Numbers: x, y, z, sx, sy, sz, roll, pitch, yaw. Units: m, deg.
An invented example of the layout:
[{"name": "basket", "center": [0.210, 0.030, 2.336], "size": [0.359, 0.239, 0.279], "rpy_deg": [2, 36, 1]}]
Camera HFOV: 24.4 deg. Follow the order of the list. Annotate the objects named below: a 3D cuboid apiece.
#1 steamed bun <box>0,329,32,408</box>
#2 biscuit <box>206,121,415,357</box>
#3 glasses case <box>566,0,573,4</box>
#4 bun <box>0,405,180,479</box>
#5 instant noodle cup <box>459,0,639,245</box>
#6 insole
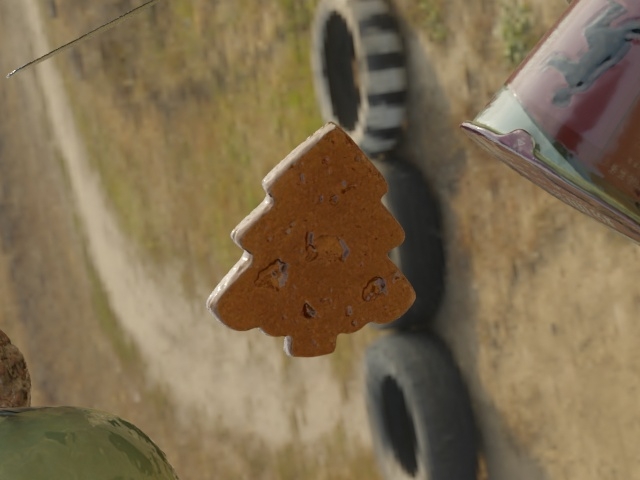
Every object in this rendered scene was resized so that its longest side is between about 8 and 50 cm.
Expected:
[{"name": "steamed bun", "center": [-0.344, 0.135, 1.413], "size": [0.175, 0.106, 0.145], "rpy_deg": [55, -161, -22]}, {"name": "biscuit", "center": [0.000, 0.000, 1.869], "size": [0.043, 0.284, 0.306], "rpy_deg": [-143, 57, -63]}, {"name": "glasses case", "center": [0.367, -0.365, 1.769], "size": [0.193, 0.070, 0.102], "rpy_deg": [-44, 31, 26]}, {"name": "bun", "center": [-0.203, 0.215, 0.815], "size": [0.293, 0.293, 0.187], "rpy_deg": [112, 140, -64]}, {"name": "instant noodle cup", "center": [0.267, -0.110, 1.308], "size": [0.178, 0.235, 0.235], "rpy_deg": [-57, 21, 3]}, {"name": "insole", "center": [-0.188, -0.165, 1.195], "size": [0.053, 0.153, 0.002], "rpy_deg": [-17, 103, 58]}]
